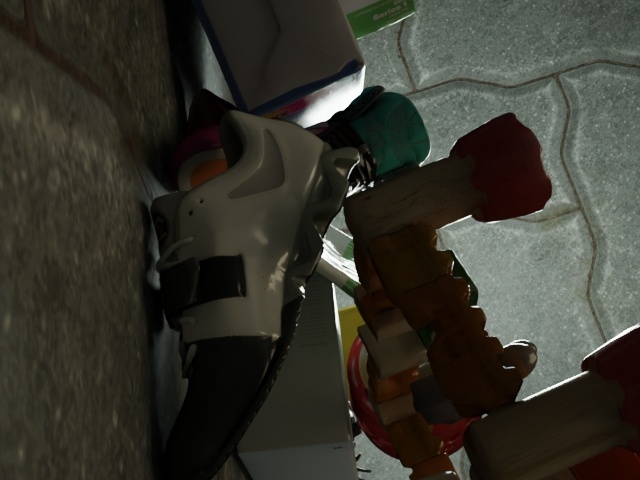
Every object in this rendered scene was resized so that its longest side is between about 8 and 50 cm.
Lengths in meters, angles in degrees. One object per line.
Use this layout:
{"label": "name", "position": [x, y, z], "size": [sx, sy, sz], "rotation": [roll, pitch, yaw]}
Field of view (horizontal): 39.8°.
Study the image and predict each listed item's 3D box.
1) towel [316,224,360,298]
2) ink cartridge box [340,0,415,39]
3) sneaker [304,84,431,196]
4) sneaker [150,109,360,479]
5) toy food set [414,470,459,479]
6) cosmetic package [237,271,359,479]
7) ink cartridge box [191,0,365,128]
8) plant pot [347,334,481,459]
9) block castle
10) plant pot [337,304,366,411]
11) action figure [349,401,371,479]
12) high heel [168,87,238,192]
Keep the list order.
{"label": "towel", "position": [0.000, 0.000, 1.100], "size": [0.038, 0.325, 0.248], "rotation": [-52, -174, 8]}
{"label": "ink cartridge box", "position": [0.028, -0.364, 1.000], "size": [0.219, 0.092, 0.160], "rotation": [65, 2, -62]}
{"label": "sneaker", "position": [0.035, -0.094, 0.984], "size": [0.295, 0.178, 0.124], "rotation": [-87, 153, -80]}
{"label": "sneaker", "position": [-0.087, 0.037, 0.722], "size": [0.122, 0.146, 0.330], "rotation": [-48, -160, 58]}
{"label": "toy food set", "position": [0.016, 0.298, 0.737], "size": [0.306, 0.220, 0.092], "rotation": [81, -8, -57]}
{"label": "cosmetic package", "position": [-0.033, 0.190, 1.139], "size": [0.224, 0.138, 0.225], "rotation": [81, 1, -60]}
{"label": "ink cartridge box", "position": [-0.059, -0.272, 1.101], "size": [0.395, 0.151, 0.270], "rotation": [-21, 89, -87]}
{"label": "plant pot", "position": [0.132, 0.199, 1.228], "size": [0.174, 0.191, 0.191], "rotation": [70, 13, -64]}
{"label": "block castle", "position": [0.181, 0.136, 0.808], "size": [0.453, 0.213, 0.303], "rotation": [81, -14, -56]}
{"label": "plant pot", "position": [0.017, 0.250, 1.811], "size": [0.212, 0.187, 0.212], "rotation": [71, 12, -82]}
{"label": "action figure", "position": [-0.022, 0.258, 1.371], "size": [0.164, 0.141, 0.276], "rotation": [84, -16, -59]}
{"label": "high heel", "position": [-0.122, -0.113, 0.892], "size": [0.117, 0.082, 0.244], "rotation": [54, 15, 2]}
